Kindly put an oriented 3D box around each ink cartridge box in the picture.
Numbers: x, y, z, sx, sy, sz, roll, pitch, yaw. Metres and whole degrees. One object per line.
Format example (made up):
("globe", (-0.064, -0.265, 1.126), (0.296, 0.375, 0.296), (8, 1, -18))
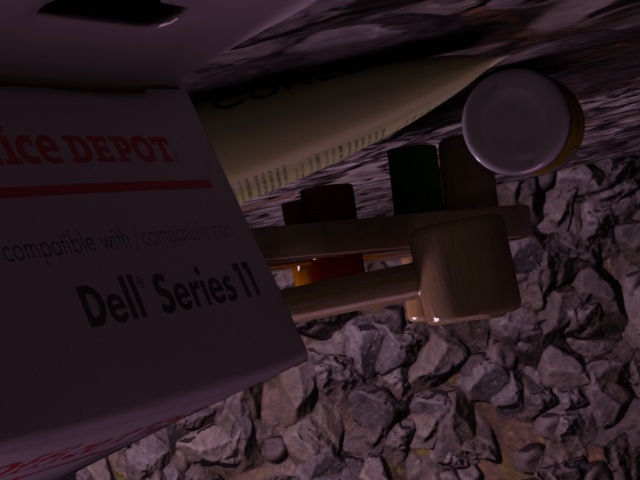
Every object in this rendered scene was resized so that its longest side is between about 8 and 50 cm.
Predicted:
("ink cartridge box", (-0.150, 0.042, 0.504), (0.353, 0.119, 0.207), (-29, 171, 24))

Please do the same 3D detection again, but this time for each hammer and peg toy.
("hammer and peg toy", (0.000, 0.000, 1.051), (0.266, 0.127, 0.361), (-5, 177, -6))

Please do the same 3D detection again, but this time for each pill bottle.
("pill bottle", (0.130, -0.072, 0.959), (0.065, 0.065, 0.116), (-13, 179, 16))

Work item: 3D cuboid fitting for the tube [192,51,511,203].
("tube", (-0.028, -0.051, 0.755), (0.240, 0.062, 0.070), (-18, -138, -4))

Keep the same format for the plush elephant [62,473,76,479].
("plush elephant", (-0.324, 0.124, 1.157), (0.272, 0.330, 0.255), (4, -167, -19))
